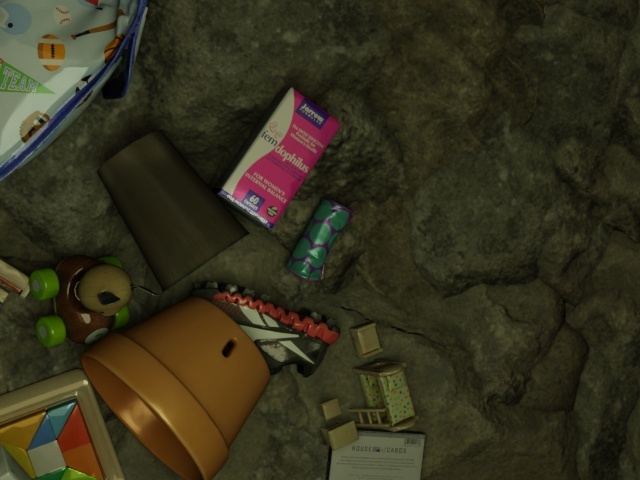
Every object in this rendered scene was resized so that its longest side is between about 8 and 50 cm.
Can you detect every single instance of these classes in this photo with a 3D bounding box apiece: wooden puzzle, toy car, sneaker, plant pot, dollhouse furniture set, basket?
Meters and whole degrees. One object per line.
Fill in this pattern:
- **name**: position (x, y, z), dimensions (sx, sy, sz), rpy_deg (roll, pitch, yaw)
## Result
- **wooden puzzle**: position (-0.467, 0.363, 1.712), dimensions (0.221, 0.044, 0.238), rpy_deg (-19, 98, -11)
- **toy car**: position (-0.347, 0.096, 1.622), dimensions (0.155, 0.188, 0.148), rpy_deg (-13, 98, -46)
- **sneaker**: position (-0.106, 0.159, 1.757), dimensions (0.276, 0.097, 0.135), rpy_deg (22, 87, -16)
- **plant pot**: position (-0.220, 0.230, 1.658), dimensions (0.203, 0.291, 0.291), rpy_deg (-42, 103, -24)
- **dollhouse furniture set**: position (-0.572, 0.069, 1.621), dimensions (0.184, 0.129, 0.129), rpy_deg (34, 86, -14)
- **basket**: position (-0.252, -0.056, 1.674), dimensions (0.154, 0.204, 0.227), rpy_deg (-37, 95, -43)
- **dollhouse furniture set**: position (0.069, 0.257, 1.782), dimensions (0.161, 0.101, 0.181), rpy_deg (-19, 98, -30)

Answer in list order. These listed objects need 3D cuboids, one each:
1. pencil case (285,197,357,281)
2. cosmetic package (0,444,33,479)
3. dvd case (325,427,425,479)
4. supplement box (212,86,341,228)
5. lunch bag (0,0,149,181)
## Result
- **pencil case**: position (0.000, 0.000, 1.789), dimensions (0.070, 0.064, 0.151), rpy_deg (27, 88, 2)
- **cosmetic package**: position (-0.586, 0.549, 1.624), dimensions (0.377, 0.097, 0.284), rpy_deg (-35, 120, -10)
- **dvd case**: position (0.095, 0.467, 1.864), dimensions (0.179, 0.029, 0.238), rpy_deg (6, 92, -14)
- **supplement box**: position (-0.078, -0.140, 1.736), dimensions (0.111, 0.114, 0.220), rpy_deg (34, 84, -13)
- **lunch bag**: position (-0.418, -0.279, 1.532), dimensions (0.385, 0.328, 0.239), rpy_deg (-47, 107, -8)
